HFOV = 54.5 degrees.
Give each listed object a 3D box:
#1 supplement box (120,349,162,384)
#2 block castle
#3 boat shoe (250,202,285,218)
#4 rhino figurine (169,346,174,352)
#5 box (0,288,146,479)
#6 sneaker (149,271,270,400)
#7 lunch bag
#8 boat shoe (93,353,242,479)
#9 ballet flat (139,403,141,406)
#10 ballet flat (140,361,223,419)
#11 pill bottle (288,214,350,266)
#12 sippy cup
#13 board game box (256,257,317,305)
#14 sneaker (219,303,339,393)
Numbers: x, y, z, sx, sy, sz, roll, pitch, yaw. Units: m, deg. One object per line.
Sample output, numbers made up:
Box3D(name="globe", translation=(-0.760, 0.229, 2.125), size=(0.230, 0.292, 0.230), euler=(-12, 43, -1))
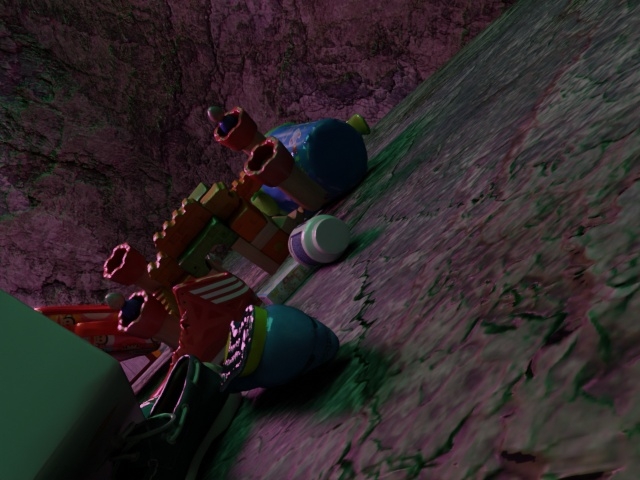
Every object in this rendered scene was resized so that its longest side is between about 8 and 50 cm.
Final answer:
Box3D(name="supplement box", translation=(-0.593, 0.364, 1.802), size=(0.194, 0.129, 0.191), euler=(-48, 8, -30))
Box3D(name="block castle", translation=(-0.234, -0.029, 1.219), size=(0.453, 0.213, 0.303), euler=(-49, 35, 4))
Box3D(name="boat shoe", translation=(-0.092, -0.084, 1.637), size=(0.355, 0.130, 0.132), euler=(-38, 11, 3))
Box3D(name="rhino figurine", translation=(-0.351, 0.201, 1.492), size=(0.073, 0.106, 0.243), euler=(-49, 8, -30))
Box3D(name="box", translation=(-0.298, 0.194, 0.568), size=(0.215, 0.168, 0.345), euler=(-58, -3, -26))
Box3D(name="sneaker", translation=(-0.186, 0.134, 0.886), size=(0.221, 0.128, 0.087), euler=(-44, 7, -5))
Box3D(name="lunch bag", translation=(-0.507, 0.208, 1.380), size=(0.293, 0.120, 0.258), euler=(2, -16, -28))
Box3D(name="boat shoe", translation=(-0.145, 0.186, 0.549), size=(0.095, 0.079, 0.254), euler=(-40, 8, 27))
Box3D(name="ballet flat", translation=(-0.363, 0.335, 0.875), size=(0.280, 0.095, 0.096), euler=(-45, 19, -7))
Box3D(name="ballet flat", translation=(-0.182, 0.212, 0.779), size=(0.168, 0.057, 0.052), euler=(-38, -19, 16))
Box3D(name="pill bottle", translation=(0.000, 0.000, 0.871), size=(0.067, 0.067, 0.120), euler=(-46, 7, -16))
Box3D(name="sippy cup", translation=(-0.013, -0.179, 1.449), size=(0.224, 0.240, 0.305), euler=(-9, 66, 61))
Box3D(name="board game box", translation=(-0.033, 0.042, 0.977), size=(0.154, 0.026, 0.103), euler=(-46, 7, -14))
Box3D(name="sneaker", translation=(-0.042, 0.104, 0.557), size=(0.209, 0.082, 0.069), euler=(137, 140, -67))
